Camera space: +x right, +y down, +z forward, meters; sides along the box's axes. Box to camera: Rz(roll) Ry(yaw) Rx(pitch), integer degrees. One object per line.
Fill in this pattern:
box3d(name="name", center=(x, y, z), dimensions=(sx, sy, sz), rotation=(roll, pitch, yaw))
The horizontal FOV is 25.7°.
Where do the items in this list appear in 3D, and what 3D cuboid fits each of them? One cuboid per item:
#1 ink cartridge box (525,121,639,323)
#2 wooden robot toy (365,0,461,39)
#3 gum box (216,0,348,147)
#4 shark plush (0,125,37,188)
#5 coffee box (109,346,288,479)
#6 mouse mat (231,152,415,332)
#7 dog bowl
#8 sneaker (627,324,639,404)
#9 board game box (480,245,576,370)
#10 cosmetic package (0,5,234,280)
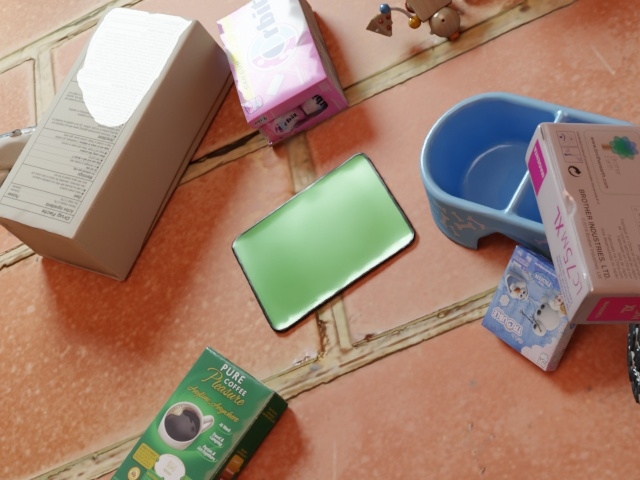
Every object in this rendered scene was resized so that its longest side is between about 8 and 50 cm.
box3d(name="ink cartridge box", center=(0.352, -0.016, 1.248), dimensions=(0.311, 0.065, 0.186), rotation=(-1, 55, -11))
box3d(name="wooden robot toy", center=(0.140, -0.268, 1.609), dimensions=(0.173, 0.076, 0.079), rotation=(-36, 85, 6))
box3d(name="gum box", center=(-0.046, -0.207, 1.663), dimensions=(0.107, 0.062, 0.188), rotation=(-28, 51, 12))
box3d(name="shark plush", center=(-0.393, -0.136, 1.829), dimensions=(0.161, 0.073, 0.067), rotation=(-34, 20, 13))
box3d(name="coffee box", center=(-0.128, 0.213, 1.465), dimensions=(0.113, 0.040, 0.184), rotation=(27, 78, 38))
box3d(name="mouse mat", center=(0.000, 0.000, 1.546), dimensions=(0.189, 0.007, 0.153), rotation=(-34, 50, 6))
box3d(name="dog bowl", center=(0.227, -0.061, 1.409), dimensions=(0.297, 0.074, 0.166), rotation=(20, 73, 36))
box3d(name="sneaker", center=(0.334, 0.122, 1.237), dimensions=(0.109, 0.107, 0.275), rotation=(-5, 56, -1))
box3d(name="board game box", center=(0.207, 0.065, 1.352), dimensions=(0.090, 0.020, 0.090), rotation=(36, 112, 40))
box3d(name="cosmetic package", center=(-0.247, -0.122, 1.695), dimensions=(0.160, 0.113, 0.310), rotation=(16, 71, 36))
